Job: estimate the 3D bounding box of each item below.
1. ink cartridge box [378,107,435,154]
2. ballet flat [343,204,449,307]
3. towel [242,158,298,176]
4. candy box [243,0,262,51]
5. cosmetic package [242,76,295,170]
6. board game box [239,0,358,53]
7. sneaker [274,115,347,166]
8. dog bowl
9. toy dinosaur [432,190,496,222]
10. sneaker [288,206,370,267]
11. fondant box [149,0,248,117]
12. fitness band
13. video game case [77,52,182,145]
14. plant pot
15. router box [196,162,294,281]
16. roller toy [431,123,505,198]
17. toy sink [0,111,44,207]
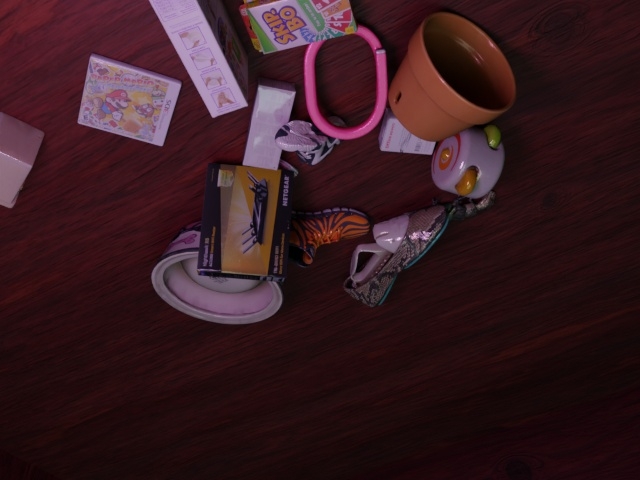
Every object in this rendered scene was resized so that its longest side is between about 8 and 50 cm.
[{"bbox_3d":[0.244,-0.302,1.783,0.150,0.063,0.109,4,134,-9],"label":"ink cartridge box"},{"bbox_3d":[0.208,0.043,2.051,0.182,0.164,0.483,22,134,-13],"label":"ballet flat"},{"bbox_3d":[-0.176,-0.171,1.889,0.144,0.029,0.197,28,125,-28],"label":"towel"},{"bbox_3d":[-0.122,-0.551,1.527,0.105,0.027,0.206,-12,134,4],"label":"candy box"},{"bbox_3d":[-0.140,-0.308,1.723,0.098,0.060,0.239,9,125,-12],"label":"cosmetic package"},{"bbox_3d":[-0.053,-0.517,1.509,0.259,0.039,0.124,-7,137,16],"label":"board game box"},{"bbox_3d":[-0.045,-0.249,1.741,0.235,0.094,0.153,-28,163,-42],"label":"sneaker"},{"bbox_3d":[-0.305,0.095,2.003,0.407,0.150,0.408,5,143,4],"label":"dog bowl"},{"bbox_3d":[0.412,-0.095,2.007,0.268,0.064,0.118,-24,139,20],"label":"toy dinosaur"},{"bbox_3d":[0.000,0.000,1.968,0.320,0.180,0.125,-3,134,-3],"label":"sneaker"},{"bbox_3d":[-0.265,-0.478,1.436,0.096,0.238,0.330,-18,133,10],"label":"fondant box"},{"bbox_3d":[0.063,-0.398,1.623,0.208,0.054,0.291,-3,116,1],"label":"fitness band"},{"bbox_3d":[-0.496,-0.358,1.675,0.226,0.026,0.206,14,131,-19],"label":"video game case"},{"bbox_3d":[0.304,-0.380,1.589,0.290,0.291,0.203,19,146,-23],"label":"plant pot"},{"bbox_3d":[-0.204,-0.049,1.785,0.242,0.309,0.081,4,166,-6],"label":"router box"},{"bbox_3d":[0.399,-0.219,1.788,0.146,0.191,0.210,14,87,-17],"label":"roller toy"},{"bbox_3d":[-0.845,-0.191,1.713,0.131,0.153,0.234,27,125,-29],"label":"toy sink"}]
